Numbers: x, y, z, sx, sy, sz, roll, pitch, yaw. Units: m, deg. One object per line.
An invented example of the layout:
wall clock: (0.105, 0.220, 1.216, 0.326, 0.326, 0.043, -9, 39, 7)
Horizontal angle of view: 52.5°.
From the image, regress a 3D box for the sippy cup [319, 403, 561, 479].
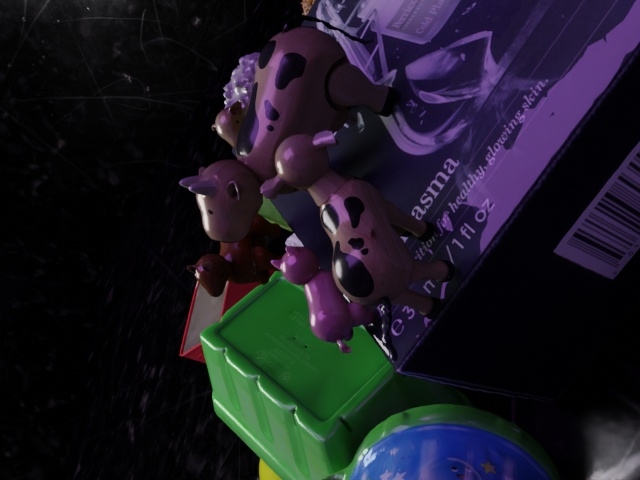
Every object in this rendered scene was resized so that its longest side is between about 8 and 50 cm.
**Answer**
sippy cup: (0.120, 0.313, 0.609, 0.305, 0.240, 0.224, -36, 7, 22)

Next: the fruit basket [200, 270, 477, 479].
fruit basket: (0.016, 0.271, 0.940, 0.283, 0.392, 0.392, -40, 19, -21)

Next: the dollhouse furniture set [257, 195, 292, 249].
dollhouse furniture set: (-0.114, -0.009, 1.540, 0.197, 0.151, 0.301, -33, -40, -70)

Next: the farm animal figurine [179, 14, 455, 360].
farm animal figurine: (-0.032, -0.066, 0.635, 0.330, 0.172, 0.326, -1, 76, 50)

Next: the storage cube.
storage cube: (-0.157, 0.167, 1.373, 0.184, 0.193, 0.215, -33, 42, 48)

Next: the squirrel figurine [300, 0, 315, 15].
squirrel figurine: (0.086, -0.667, 1.411, 0.281, 0.370, 0.397, -14, 56, 58)

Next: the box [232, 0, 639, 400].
box: (0.194, -0.155, 0.773, 0.480, 0.297, 0.472, -58, 40, 17)

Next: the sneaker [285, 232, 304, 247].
sneaker: (0.000, 0.000, 1.341, 0.115, 0.090, 0.232, -59, 28, 6)
